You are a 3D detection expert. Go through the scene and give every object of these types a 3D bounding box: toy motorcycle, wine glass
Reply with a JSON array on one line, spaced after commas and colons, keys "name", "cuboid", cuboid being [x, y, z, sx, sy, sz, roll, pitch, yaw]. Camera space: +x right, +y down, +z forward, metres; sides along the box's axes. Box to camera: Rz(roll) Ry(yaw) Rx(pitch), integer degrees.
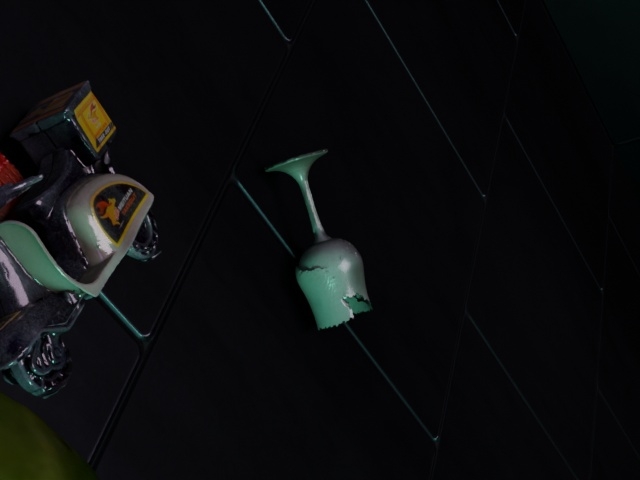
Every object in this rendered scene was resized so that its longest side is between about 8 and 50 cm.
[{"name": "toy motorcycle", "cuboid": [-0.210, -0.002, 0.776, 0.157, 0.090, 0.263, 59, 24, -24]}, {"name": "wine glass", "cuboid": [0.000, 0.000, 1.150, 0.079, 0.079, 0.196, -20, 93, -59]}]

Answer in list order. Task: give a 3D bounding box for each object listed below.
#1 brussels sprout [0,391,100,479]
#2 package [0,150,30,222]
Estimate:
[{"name": "brussels sprout", "cuboid": [-0.229, 0.224, 0.484, 0.315, 0.275, 0.371, -51, 130, -58]}, {"name": "package", "cuboid": [-0.269, 0.015, 0.765, 0.083, 0.022, 0.200, 52, 36, -39]}]
